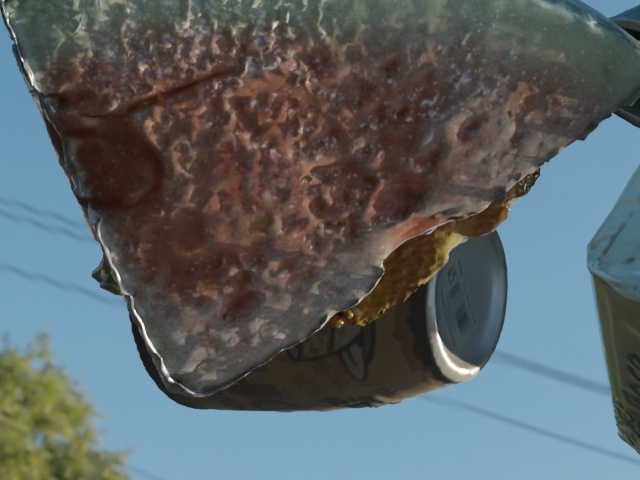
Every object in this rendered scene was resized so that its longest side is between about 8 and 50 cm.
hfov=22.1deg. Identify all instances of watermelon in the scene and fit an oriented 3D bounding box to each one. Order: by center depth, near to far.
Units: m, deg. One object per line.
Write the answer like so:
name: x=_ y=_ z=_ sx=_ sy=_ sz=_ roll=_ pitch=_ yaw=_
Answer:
watermelon: x=-0.015 y=-0.038 z=0.673 sx=0.262 sy=0.201 sz=0.213 roll=2 pitch=11 yaw=-16

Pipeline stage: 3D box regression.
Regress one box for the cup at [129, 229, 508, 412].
cup: x=0.000 y=0.000 z=1.304 sx=0.257 sy=0.227 sz=0.301 roll=0 pitch=-53 yaw=31

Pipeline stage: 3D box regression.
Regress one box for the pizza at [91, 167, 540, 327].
pizza: x=-0.001 y=-0.032 z=1.035 sx=0.189 sy=0.297 sz=0.071 roll=53 pitch=4 yaw=-31

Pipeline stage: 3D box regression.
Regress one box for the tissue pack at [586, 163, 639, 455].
tissue pack: x=0.406 y=0.025 z=1.525 sx=0.205 sy=0.331 sz=0.405 roll=29 pitch=-17 yaw=24

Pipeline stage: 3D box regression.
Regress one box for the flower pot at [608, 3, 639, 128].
flower pot: x=0.299 y=-0.081 z=1.107 sx=0.229 sy=0.108 sz=0.103 roll=50 pitch=-30 yaw=21
